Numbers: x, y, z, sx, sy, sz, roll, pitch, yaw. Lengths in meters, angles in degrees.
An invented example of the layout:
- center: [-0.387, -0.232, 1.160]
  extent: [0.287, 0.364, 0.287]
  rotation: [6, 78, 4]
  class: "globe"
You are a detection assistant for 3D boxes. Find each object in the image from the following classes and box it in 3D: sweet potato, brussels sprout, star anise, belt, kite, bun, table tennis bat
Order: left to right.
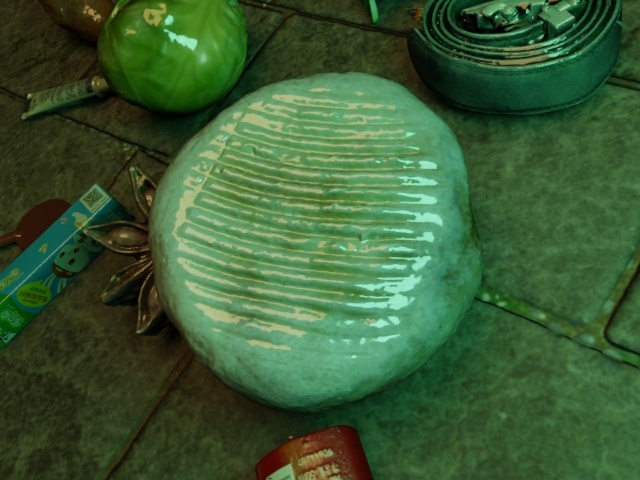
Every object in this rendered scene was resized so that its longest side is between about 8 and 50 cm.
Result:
- center: [-0.457, -0.015, 1.121]
  extent: [0.155, 0.019, 0.098]
  rotation: [-20, 54, 8]
  class: "table tennis bat"
- center: [-0.413, -0.400, 1.299]
  extent: [0.109, 0.109, 0.385]
  rotation: [-43, 65, -6]
  class: "sweet potato"
- center: [-0.222, -0.305, 1.093]
  extent: [0.244, 0.244, 0.244]
  rotation: [-11, 56, 17]
  class: "brussels sprout"
- center: [-0.179, 0.011, 0.928]
  extent: [0.236, 0.109, 0.223]
  rotation: [-8, 79, 3]
  class: "star anise"
- center: [0.000, 0.000, 0.764]
  extent: [0.362, 0.211, 0.362]
  rotation: [-3, 74, 10]
  class: "bun"
- center: [0.166, -0.317, 1.047]
  extent: [0.090, 0.004, 0.122]
  rotation: [-31, 52, 3]
  class: "kite"
- center: [0.242, -0.257, 0.907]
  extent: [0.267, 0.116, 0.206]
  rotation: [2, 57, 22]
  class: "belt"

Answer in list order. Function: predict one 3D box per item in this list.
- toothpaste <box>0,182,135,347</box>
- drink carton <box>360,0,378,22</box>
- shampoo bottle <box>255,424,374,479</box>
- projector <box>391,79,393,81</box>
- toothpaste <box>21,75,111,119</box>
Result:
- center: [-0.390, 0.035, 1.031]
  extent: [0.266, 0.065, 0.050]
  rotation: [-46, 56, -9]
  class: "toothpaste"
- center: [0.111, -0.439, 1.071]
  extent: [0.142, 0.144, 0.146]
  rotation: [-20, 54, 3]
  class: "drink carton"
- center: [0.027, 0.330, 0.649]
  extent: [0.118, 0.076, 0.314]
  rotation: [-25, 53, 6]
  class: "shampoo bottle"
- center: [0.074, -0.122, 0.927]
  extent: [0.115, 0.061, 0.147]
  rotation: [-23, 53, 7]
  class: "projector"
- center: [-0.443, -0.258, 1.259]
  extent: [0.216, 0.037, 0.062]
  rotation: [-8, 57, 24]
  class: "toothpaste"
